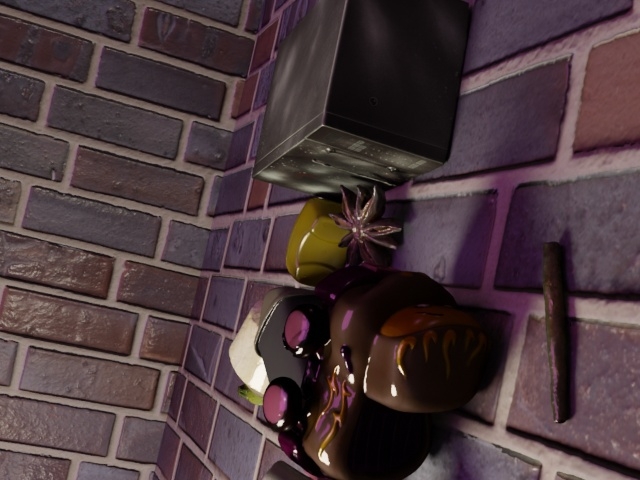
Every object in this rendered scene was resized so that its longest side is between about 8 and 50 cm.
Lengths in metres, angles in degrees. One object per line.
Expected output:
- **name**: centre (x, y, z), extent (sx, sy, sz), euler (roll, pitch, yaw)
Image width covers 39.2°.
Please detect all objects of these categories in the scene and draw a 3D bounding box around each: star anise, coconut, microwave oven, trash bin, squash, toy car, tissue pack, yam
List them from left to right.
- **squash**: centre (-0.112, 0.338, 2.040), extent (0.200, 0.075, 0.090), euler (-21, 74, 43)
- **coconut**: centre (-0.079, 0.227, 1.822), extent (0.222, 0.202, 0.202), euler (-63, 22, 24)
- **tissue pack**: centre (0.000, 0.000, 1.872), extent (0.127, 0.123, 0.178), euler (-118, 44, -58)
- **trash bin**: centre (0.004, 0.208, 1.588), extent (0.290, 0.209, 0.182), euler (-107, 36, -48)
- **microwave oven**: centre (0.062, -0.281, 1.716), extent (0.432, 0.236, 0.375), euler (161, 121, -68)
- **star anise**: centre (0.091, -0.021, 1.661), extent (0.182, 0.065, 0.195), euler (-25, 77, 53)
- **toy car**: centre (0.096, 0.209, 1.289), extent (0.240, 0.271, 0.341), euler (22, 101, 51)
- **yam**: centre (0.289, 0.107, 1.096), extent (0.027, 0.029, 0.234), euler (79, -167, -64)

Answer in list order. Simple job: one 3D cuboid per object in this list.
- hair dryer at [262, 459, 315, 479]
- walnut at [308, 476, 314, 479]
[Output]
- **hair dryer**: centre (0.022, 0.444, 1.284), extent (0.119, 0.296, 0.298), euler (-36, -15, -40)
- **walnut**: centre (0.030, 0.445, 1.440), extent (0.180, 0.144, 0.144), euler (171, 112, -67)
